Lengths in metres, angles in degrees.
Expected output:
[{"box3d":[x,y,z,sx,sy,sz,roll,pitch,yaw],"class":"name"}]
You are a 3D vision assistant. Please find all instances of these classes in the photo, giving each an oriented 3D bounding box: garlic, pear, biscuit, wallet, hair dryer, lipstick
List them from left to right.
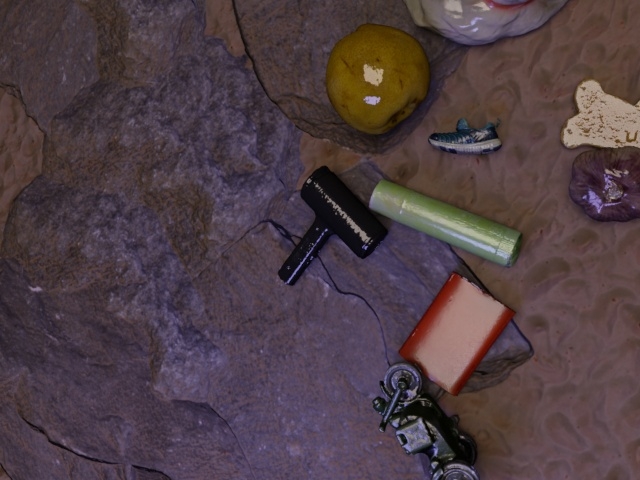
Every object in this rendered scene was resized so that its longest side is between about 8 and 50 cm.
[{"box3d":[0.000,0.000,1.315,0.197,0.089,0.251,46,111,16],"class":"hair dryer"},{"box3d":[0.108,-0.324,1.223,0.208,0.209,0.209,-2,85,21],"class":"pear"},{"box3d":[0.245,-0.037,1.217,0.304,0.076,0.076,25,95,21],"class":"lipstick"},{"box3d":[0.263,0.180,1.208,0.142,0.045,0.204,35,99,18],"class":"wallet"},{"box3d":[0.516,-0.096,1.087,0.159,0.102,0.147,26,133,15],"class":"garlic"},{"box3d":[0.564,-0.198,1.128,0.234,0.030,0.153,22,98,21],"class":"biscuit"}]

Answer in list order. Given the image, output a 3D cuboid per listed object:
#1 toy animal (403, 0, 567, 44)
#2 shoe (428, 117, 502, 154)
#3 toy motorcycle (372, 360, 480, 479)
[{"box3d":[0.290,-0.504,1.184,0.308,0.188,0.266,48,112,14],"class":"toy animal"},{"box3d":[0.283,-0.205,1.220,0.143,0.064,0.071,1,87,18],"class":"shoe"},{"box3d":[0.193,0.367,1.133,0.127,0.205,0.275,-41,85,14],"class":"toy motorcycle"}]
